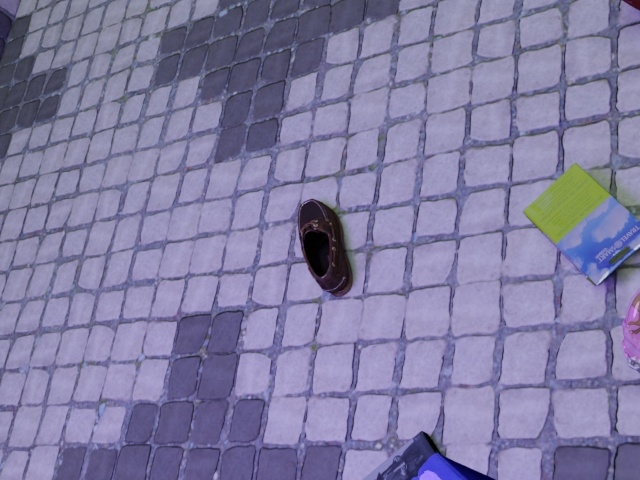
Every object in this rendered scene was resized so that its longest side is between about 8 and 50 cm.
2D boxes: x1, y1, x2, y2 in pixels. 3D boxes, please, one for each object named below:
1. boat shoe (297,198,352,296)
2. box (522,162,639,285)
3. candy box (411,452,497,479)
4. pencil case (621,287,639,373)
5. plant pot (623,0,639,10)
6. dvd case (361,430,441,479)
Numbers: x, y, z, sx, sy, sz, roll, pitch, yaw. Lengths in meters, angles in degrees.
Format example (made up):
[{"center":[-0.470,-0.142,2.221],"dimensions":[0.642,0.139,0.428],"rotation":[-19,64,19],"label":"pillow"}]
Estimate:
[{"center":[0.000,0.000,1.608],"dimensions":[0.073,0.073,0.207],"rotation":[-37,47,17],"label":"boat shoe"},{"center":[0.387,-0.019,1.340],"dimensions":[0.109,0.042,0.178],"rotation":[-44,47,10],"label":"box"},{"center":[0.253,0.386,1.027],"dimensions":[0.122,0.317,0.268],"rotation":[-53,46,1],"label":"candy box"},{"center":[0.517,0.188,1.047],"dimensions":[0.386,0.160,0.167],"rotation":[51,125,42],"label":"pencil case"},{"center":[0.548,-0.466,1.334],"dimensions":[0.272,0.272,0.265],"rotation":[30,94,43],"label":"plant pot"},{"center":[0.102,0.414,1.326],"dimensions":[0.239,0.029,0.179],"rotation":[-43,48,11],"label":"dvd case"}]
